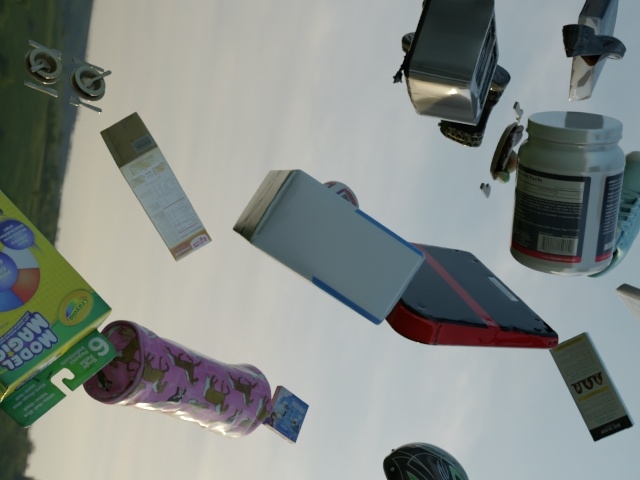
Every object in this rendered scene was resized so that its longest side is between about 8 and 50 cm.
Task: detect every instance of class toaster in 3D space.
[{"bbox_3d":[0.195,-0.271,1.352,0.168,0.110,0.186,50,56,-68],"label":"toaster"}]

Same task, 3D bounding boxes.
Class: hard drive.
[{"bbox_3d":[0.586,-0.432,1.945,0.172,0.054,0.255,-60,156,-26],"label":"hard drive"}]

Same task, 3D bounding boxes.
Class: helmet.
[{"bbox_3d":[0.190,0.453,1.652,0.169,0.169,0.162,-144,-117,-71],"label":"helmet"}]

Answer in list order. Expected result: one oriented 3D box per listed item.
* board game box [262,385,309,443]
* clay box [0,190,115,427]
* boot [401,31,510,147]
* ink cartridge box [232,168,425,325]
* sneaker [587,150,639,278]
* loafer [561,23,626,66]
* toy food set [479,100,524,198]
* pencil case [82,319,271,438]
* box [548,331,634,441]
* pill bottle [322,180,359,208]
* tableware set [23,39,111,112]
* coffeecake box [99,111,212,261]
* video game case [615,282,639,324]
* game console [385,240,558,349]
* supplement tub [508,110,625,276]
[{"bbox_3d":[-0.072,0.364,1.899,0.020,0.090,0.090,-13,-133,44],"label":"board game box"},{"bbox_3d":[-0.291,0.047,0.816,0.127,0.222,0.053,-42,176,-44],"label":"clay box"},{"bbox_3d":[0.252,-0.304,1.837,0.085,0.236,0.179,-45,156,-42],"label":"boot"},{"bbox_3d":[0.000,0.000,0.860,0.082,0.139,0.190,-57,-170,-4],"label":"ink cartridge box"},{"bbox_3d":[0.746,-0.046,2.261,0.150,0.135,0.366,-51,154,-43],"label":"sneaker"},{"bbox_3d":[0.505,-0.353,1.686,0.062,0.170,0.061,8,-89,55],"label":"loafer"},{"bbox_3d":[0.374,-0.174,1.798,0.192,0.038,0.132,-68,162,2],"label":"toy food set"},{"bbox_3d":[-0.262,0.266,1.706,0.167,0.386,0.160,-25,-122,25],"label":"pencil case"},{"bbox_3d":[0.650,0.349,2.178,0.100,0.060,0.244,-29,-105,20],"label":"box"},{"bbox_3d":[-0.015,-0.041,1.819,0.193,0.108,0.108,-33,151,-48],"label":"pill bottle"},{"bbox_3d":[-0.557,-0.370,2.004,0.039,0.194,0.128,-32,-128,40],"label":"tableware set"},{"bbox_3d":[-0.250,-0.082,1.382,0.142,0.068,0.185,50,-12,52],"label":"coffeecake box"},{"bbox_3d":[0.784,0.235,1.976,0.036,0.300,0.329,-37,-179,5],"label":"video game case"},{"bbox_3d":[0.242,0.103,1.814,0.386,0.342,0.060,53,-51,57],"label":"game console"},{"bbox_3d":[0.452,-0.088,1.666,0.191,0.191,0.272,-125,-146,-66],"label":"supplement tub"}]
